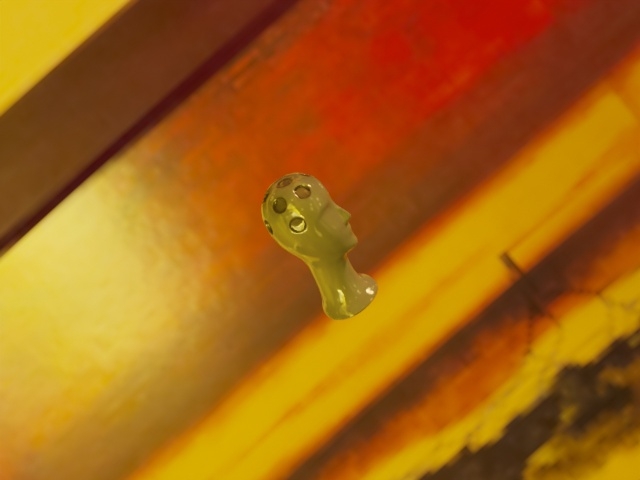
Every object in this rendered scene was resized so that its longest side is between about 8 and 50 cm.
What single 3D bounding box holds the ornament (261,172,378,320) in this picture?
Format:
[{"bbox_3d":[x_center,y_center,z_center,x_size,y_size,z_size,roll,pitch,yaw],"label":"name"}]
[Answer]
[{"bbox_3d":[0.000,0.000,1.921,0.081,0.156,0.075,-19,-148,17],"label":"ornament"}]
